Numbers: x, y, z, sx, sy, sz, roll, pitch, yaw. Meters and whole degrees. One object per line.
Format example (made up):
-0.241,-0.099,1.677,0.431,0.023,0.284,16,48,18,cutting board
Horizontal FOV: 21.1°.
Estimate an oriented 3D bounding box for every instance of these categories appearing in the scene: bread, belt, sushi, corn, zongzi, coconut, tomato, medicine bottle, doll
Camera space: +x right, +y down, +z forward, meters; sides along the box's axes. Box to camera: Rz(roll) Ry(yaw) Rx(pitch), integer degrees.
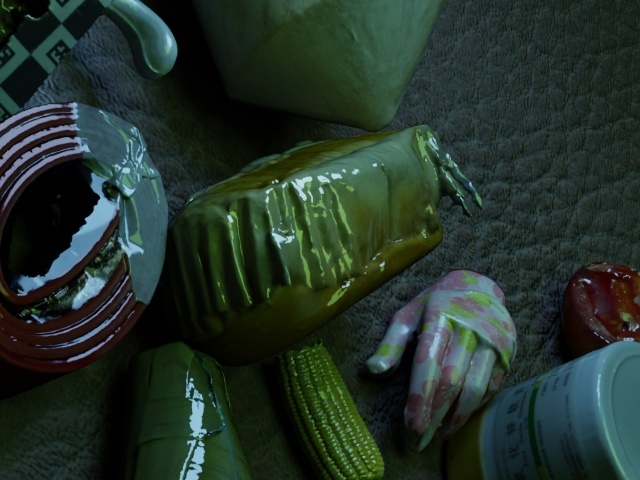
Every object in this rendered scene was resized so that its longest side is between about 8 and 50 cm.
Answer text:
-0.009,0.001,1.776,0.388,0.236,0.183,-24,103,-49,bread
-0.262,-0.002,1.574,0.227,0.115,0.324,53,40,-21,belt
-0.338,-0.217,1.641,0.192,0.050,0.215,44,78,-29,sushi
0.007,0.189,1.822,0.085,0.063,0.165,-19,81,-29,corn
-0.091,0.238,1.643,0.256,0.115,0.228,39,37,-36,zongzi
0.000,-0.265,1.924,0.329,0.329,0.329,28,47,-36,coconut
0.420,0.139,2.281,0.233,0.139,0.200,17,38,0,tomato
0.301,0.260,1.981,0.238,0.232,0.238,28,47,-35,medicine bottle
-0.265,-0.296,1.784,0.252,0.111,0.237,26,35,-33,doll

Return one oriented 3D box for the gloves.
0.144,0.132,1.970,0.145,0.126,0.241,44,31,-14,gloves
